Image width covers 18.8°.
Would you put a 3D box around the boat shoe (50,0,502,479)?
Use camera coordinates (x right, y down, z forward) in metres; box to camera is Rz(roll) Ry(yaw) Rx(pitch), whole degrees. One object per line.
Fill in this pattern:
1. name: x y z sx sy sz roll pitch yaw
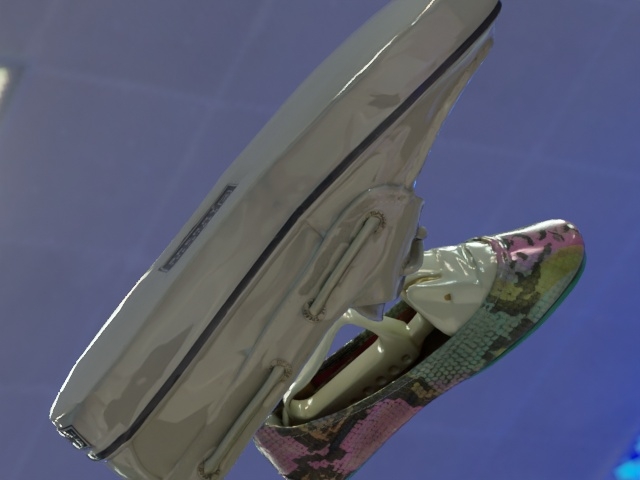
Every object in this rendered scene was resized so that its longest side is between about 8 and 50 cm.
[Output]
1. boat shoe: 0.000 0.000 0.830 0.088 0.096 0.267 41 -99 -14

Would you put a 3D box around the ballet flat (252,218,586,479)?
1. ballet flat: 0.047 0.055 1.077 0.221 0.077 0.079 -41 -60 15
